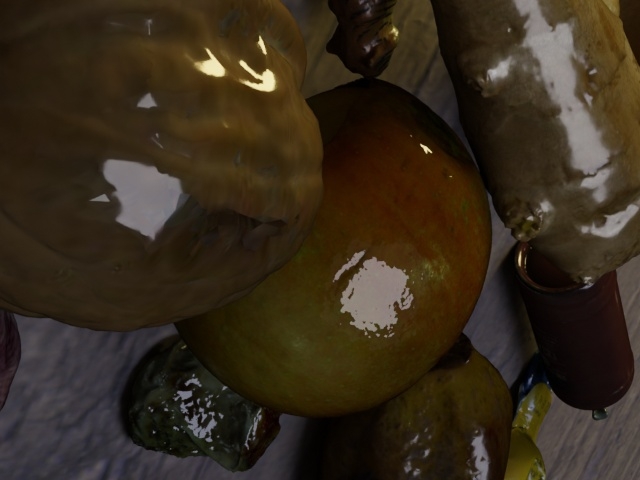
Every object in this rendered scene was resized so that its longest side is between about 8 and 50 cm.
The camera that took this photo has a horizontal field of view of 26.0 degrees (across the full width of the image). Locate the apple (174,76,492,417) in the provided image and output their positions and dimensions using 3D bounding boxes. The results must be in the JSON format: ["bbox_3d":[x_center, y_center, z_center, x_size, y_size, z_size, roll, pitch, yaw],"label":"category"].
[{"bbox_3d":[0.000,0.000,0.940,0.237,0.237,0.207,-49,129,-18],"label":"apple"}]

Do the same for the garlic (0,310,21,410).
[{"bbox_3d":[-0.232,0.069,0.773,0.147,0.102,0.159,-26,135,-41],"label":"garlic"}]

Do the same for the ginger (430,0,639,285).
[{"bbox_3d":[0.170,-0.152,0.969,0.236,0.166,0.375,-42,138,-31],"label":"ginger"}]

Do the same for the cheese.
[{"bbox_3d":[0.225,0.259,1.613,0.177,0.069,0.270,36,73,-58],"label":"cheese"}]

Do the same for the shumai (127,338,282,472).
[{"bbox_3d":[-0.082,0.133,1.055,0.124,0.087,0.099,-8,123,-51],"label":"shumai"}]

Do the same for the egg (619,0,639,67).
[{"bbox_3d":[0.330,-0.151,1.227,0.351,0.283,0.282,-61,150,-19],"label":"egg"}]

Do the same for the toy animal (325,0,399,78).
[{"bbox_3d":[0.039,-0.212,0.946,0.099,0.057,0.241,-45,147,-24],"label":"toy animal"}]

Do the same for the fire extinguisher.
[{"bbox_3d":[0.291,0.099,1.552,0.102,0.138,0.344,-15,142,9],"label":"fire extinguisher"}]

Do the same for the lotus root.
[{"bbox_3d":[0.084,0.212,1.295,0.193,0.193,0.290,-29,140,-40],"label":"lotus root"}]

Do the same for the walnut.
[{"bbox_3d":[-0.110,-0.061,0.730,0.261,0.225,0.224,-3,118,-55],"label":"walnut"}]
